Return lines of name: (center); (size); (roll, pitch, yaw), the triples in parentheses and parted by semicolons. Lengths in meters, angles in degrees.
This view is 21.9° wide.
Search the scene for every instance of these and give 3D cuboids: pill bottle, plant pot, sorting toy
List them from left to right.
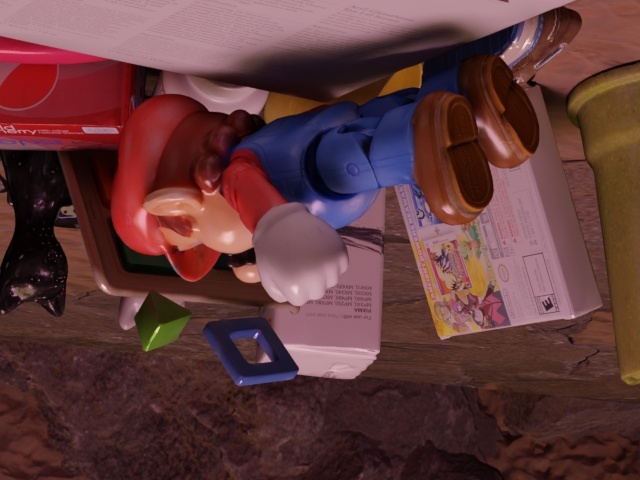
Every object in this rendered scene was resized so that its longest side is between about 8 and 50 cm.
sorting toy: (-0.117, -0.023, 1.390); (0.196, 0.347, 0.047); (10, 129, -32)
pill bottle: (-0.090, -0.118, 1.335); (0.087, 0.087, 0.160); (6, 158, -15)
plant pot: (0.012, -0.106, 1.347); (0.095, 0.134, 0.134); (26, 175, 16)
plant pot: (0.348, 0.000, 1.424); (0.276, 0.253, 0.276); (3, 168, 1)

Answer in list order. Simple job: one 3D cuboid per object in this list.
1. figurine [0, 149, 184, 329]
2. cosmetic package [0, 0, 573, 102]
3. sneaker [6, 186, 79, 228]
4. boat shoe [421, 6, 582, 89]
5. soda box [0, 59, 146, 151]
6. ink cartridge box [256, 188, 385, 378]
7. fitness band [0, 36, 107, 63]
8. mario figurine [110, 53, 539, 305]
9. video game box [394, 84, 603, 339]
figurine: (-0.204, -0.022, 1.539); (0.215, 0.209, 0.092); (11, 166, -37)
cosmetic package: (-0.078, -0.187, 0.999); (0.377, 0.097, 0.284); (9, 169, -31)
sneaker: (-0.228, -0.046, 1.747); (0.232, 0.081, 0.090); (-4, 174, 34)
boat shoe: (0.136, -0.137, 1.269); (0.066, 0.066, 0.183); (6, 168, -21)
soda box: (-0.278, -0.126, 1.343); (0.263, 0.092, 0.083); (1, 169, 5)
ink cartridge box: (0.000, 0.000, 1.534); (0.100, 0.237, 0.172); (4, 168, -6)
fitness band: (-0.268, -0.180, 1.196); (0.291, 0.054, 0.209); (4, 171, -4)
mario figurine: (-0.005, -0.026, 1.143); (0.321, 0.170, 0.198); (-8, 167, 37)
video game box: (0.151, -0.021, 1.493); (0.048, 0.205, 0.187); (-18, -177, -38)
